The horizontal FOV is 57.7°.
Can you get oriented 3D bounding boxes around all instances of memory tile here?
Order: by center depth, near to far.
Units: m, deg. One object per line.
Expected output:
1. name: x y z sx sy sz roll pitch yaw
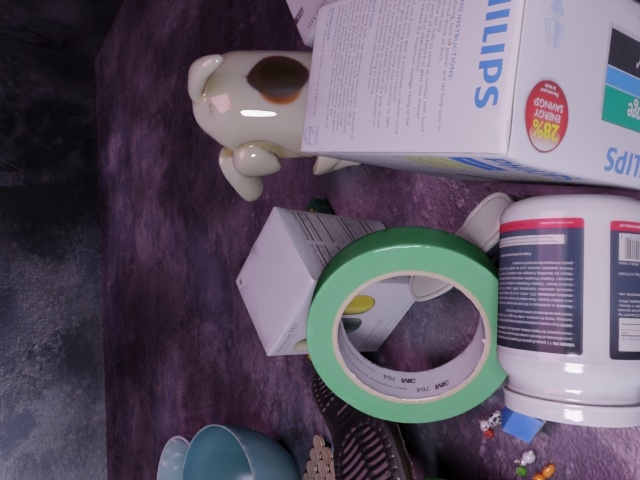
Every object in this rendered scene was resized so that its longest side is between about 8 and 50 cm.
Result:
1. memory tile: 0.004 0.513 1.273 0.113 0.012 0.147 41 124 50

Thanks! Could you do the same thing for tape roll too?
1. tape roll: 0.140 0.137 0.914 0.077 0.322 0.321 -76 9 -66

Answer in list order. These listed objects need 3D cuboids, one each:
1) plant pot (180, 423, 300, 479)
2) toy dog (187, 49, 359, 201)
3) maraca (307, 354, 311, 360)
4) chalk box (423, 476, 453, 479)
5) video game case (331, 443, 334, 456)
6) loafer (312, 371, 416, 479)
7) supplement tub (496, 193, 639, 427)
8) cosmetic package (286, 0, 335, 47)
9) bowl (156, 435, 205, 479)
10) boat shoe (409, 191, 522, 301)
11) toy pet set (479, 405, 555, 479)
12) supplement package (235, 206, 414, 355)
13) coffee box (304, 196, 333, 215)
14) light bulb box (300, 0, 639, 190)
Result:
1. plant pot: -0.160 0.565 1.335 0.290 0.196 0.289 -11 75 45
2. toy dog: -0.020 -0.297 1.160 0.409 0.395 0.284 -9 60 19
3. maraca: 0.022 0.224 1.232 0.186 0.099 0.127 36 154 35
4. chalk box: 0.246 0.430 0.830 0.213 0.132 0.131 1 79 15
5. video game case: 0.071 0.388 1.212 0.119 0.015 0.166 9 93 53
6. loafer: 0.098 0.355 1.036 0.134 0.130 0.365 -45 34 18
7. supplement tub: 0.329 0.085 0.756 0.191 0.191 0.271 -3 82 53
8. cosmetic package: 0.037 -0.524 1.273 0.151 0.152 0.183 -48 49 40
9. bowl: -0.308 0.676 1.559 0.312 0.163 0.311 -9 78 52
10. boat shoe: 0.248 0.019 0.972 0.254 0.079 0.095 -54 43 31
11. toy pet set: 0.295 0.301 0.878 0.122 0.065 0.114 48 122 45
12. supplement package: 0.014 0.083 1.122 0.199 0.263 0.198 -59 43 30
13. coffee box: 0.000 0.000 1.329 0.113 0.041 0.184 -60 36 31
14. light bulb box: 0.225 -0.201 0.798 0.361 0.358 0.225 12 97 53
